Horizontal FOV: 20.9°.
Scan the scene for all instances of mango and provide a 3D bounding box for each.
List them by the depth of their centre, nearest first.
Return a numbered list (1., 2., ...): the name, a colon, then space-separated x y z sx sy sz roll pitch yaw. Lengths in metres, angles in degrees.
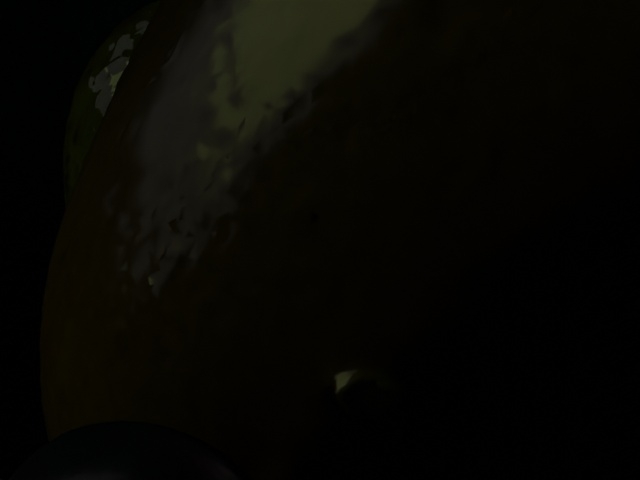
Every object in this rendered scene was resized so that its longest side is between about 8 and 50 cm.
1. mango: 0.085 -0.071 0.538 0.445 0.220 0.301 -52 27 -2

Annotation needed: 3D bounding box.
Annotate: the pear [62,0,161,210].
1. pear: 0.000 0.000 0.779 0.176 0.282 0.286 -35 -9 -35

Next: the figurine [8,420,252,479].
1. figurine: -0.028 0.116 0.406 0.145 0.145 0.222 -46 -4 -13
